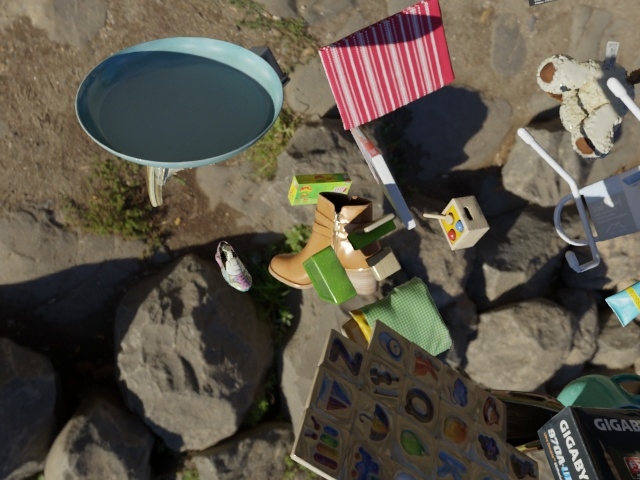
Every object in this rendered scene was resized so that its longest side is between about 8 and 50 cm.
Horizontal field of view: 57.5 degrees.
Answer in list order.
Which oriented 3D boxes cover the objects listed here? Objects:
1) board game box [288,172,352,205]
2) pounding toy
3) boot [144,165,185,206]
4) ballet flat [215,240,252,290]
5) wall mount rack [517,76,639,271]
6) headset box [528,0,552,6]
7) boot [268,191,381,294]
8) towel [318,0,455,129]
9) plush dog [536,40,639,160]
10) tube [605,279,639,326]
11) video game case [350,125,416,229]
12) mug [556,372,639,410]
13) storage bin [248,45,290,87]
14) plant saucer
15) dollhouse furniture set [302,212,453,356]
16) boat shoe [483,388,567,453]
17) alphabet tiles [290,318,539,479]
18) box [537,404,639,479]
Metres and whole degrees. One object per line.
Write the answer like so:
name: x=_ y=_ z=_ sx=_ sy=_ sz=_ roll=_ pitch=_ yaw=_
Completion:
board game box: x=-0.002 y=-0.162 z=1.824 sx=0.181 sy=0.043 sz=0.092 roll=-6 pitch=141 yaw=-23
pounding toy: x=0.385 y=-0.056 z=1.670 sx=0.100 sy=0.141 sz=0.130 roll=-10 pitch=154 yaw=-20
boot: x=-0.339 y=-0.181 z=1.410 sx=0.165 sy=0.077 sz=0.213 roll=-7 pitch=126 yaw=-23
ballet flat: x=-0.283 y=0.073 z=1.854 sx=0.077 sy=0.221 sz=0.079 roll=-17 pitch=128 yaw=-21
wall mount rack: x=0.531 y=-0.113 z=1.079 sx=0.130 sy=0.304 sz=0.350 roll=-11 pitch=170 yaw=-32
headset box: x=0.555 y=-0.689 z=1.296 sx=0.218 sy=0.110 sz=0.293 roll=-4 pitch=154 yaw=27
boot: x=0.000 y=0.000 z=1.299 sx=0.109 sy=0.283 sz=0.220 roll=-40 pitch=131 yaw=-47
towel: x=0.147 y=-0.373 z=1.237 sx=0.275 sy=0.031 sz=0.199 roll=-25 pitch=126 yaw=-2
plush dog: x=0.639 y=-0.324 z=1.377 sx=0.211 sy=0.262 sz=0.225 roll=-26 pitch=174 yaw=3
tube: x=0.797 y=0.119 z=1.414 sx=0.207 sy=0.080 sz=0.052 roll=-33 pitch=176 yaw=-2
video game case: x=0.139 y=-0.169 z=1.389 sx=0.025 sy=0.285 sz=0.204 roll=-29 pitch=120 yaw=5
mug: x=0.497 y=0.299 z=1.035 sx=0.158 sy=0.097 sz=0.129 roll=-16 pitch=124 yaw=-8
storage bin: x=-0.147 y=-0.356 z=1.269 sx=0.135 sy=0.098 sz=0.091 roll=-51 pitch=136 yaw=-26
plant saucer: x=-0.217 y=-0.218 z=0.924 sx=0.318 sy=0.317 sz=0.043 roll=-17 pitch=144 yaw=-18
dollhouse furniture set: x=0.127 y=0.119 z=1.084 sx=0.198 sy=0.151 sz=0.301 roll=-29 pitch=90 yaw=-12
boat shoe: x=0.196 y=0.253 z=0.819 sx=0.307 sy=0.110 sz=0.104 roll=-7 pitch=164 yaw=-2
alphabet tiles: x=0.128 y=0.253 z=0.670 sx=0.342 sy=0.285 sz=0.011 roll=35 pitch=130 yaw=-13
box: x=0.293 y=0.218 z=0.434 sx=0.220 sy=0.175 sz=0.051 roll=8 pitch=137 yaw=-16
